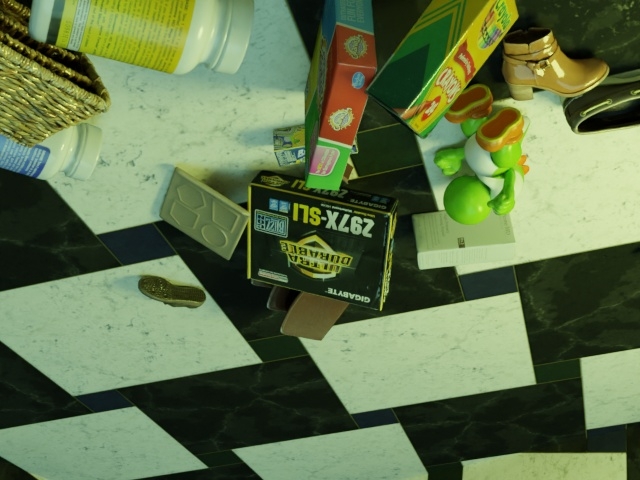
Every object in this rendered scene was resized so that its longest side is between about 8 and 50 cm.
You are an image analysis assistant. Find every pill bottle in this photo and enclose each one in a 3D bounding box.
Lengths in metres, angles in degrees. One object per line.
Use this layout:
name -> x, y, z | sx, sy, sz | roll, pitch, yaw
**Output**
pill bottle -> -0.565, -0.204, 1.676 | 0.272, 0.152, 0.152 | 18, 141, -28
pill bottle -> -0.285, -0.375, 1.415 | 0.333, 0.188, 0.188 | 11, 143, -20

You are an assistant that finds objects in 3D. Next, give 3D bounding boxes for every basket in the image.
basket -> -0.509, -0.321, 1.437 | 0.223, 0.214, 0.299 | -17, 151, 33

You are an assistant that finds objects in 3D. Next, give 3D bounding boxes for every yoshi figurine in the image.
yoshi figurine -> 0.329, -0.143, 1.837 | 0.203, 0.204, 0.362 | 4, 151, 18

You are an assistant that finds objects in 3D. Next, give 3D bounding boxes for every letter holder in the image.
letter holder -> -0.045, 0.102, 2.184 | 0.214, 0.152, 0.302 | 11, 144, -17

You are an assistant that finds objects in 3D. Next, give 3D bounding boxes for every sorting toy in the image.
sorting toy -> -0.258, -0.061, 1.964 | 0.193, 0.038, 0.208 | 32, 144, 1

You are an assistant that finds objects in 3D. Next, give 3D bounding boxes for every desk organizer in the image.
desk organizer -> 0.013, -0.130, 1.928 | 0.047, 0.050, 0.130 | 36, 142, -18

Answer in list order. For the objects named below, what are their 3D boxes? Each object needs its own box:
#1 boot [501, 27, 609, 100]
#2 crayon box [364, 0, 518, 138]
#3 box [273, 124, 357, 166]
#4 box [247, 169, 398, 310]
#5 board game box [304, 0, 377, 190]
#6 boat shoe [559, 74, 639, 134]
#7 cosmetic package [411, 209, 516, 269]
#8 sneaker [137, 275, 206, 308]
boot -> 0.438, -0.340, 1.644 | 0.197, 0.073, 0.152 | -14, 141, 10
crayon box -> 0.218, -0.327, 1.426 | 0.318, 0.081, 0.202 | -53, 164, 8
box -> -0.010, -0.204, 1.810 | 0.168, 0.059, 0.054 | -9, 147, 8
box -> 0.000, 0.000, 1.931 | 0.322, 0.079, 0.257 | 13, 124, 14
board game box -> 0.028, -0.279, 1.542 | 0.064, 0.242, 0.316 | 5, 145, -9
boat shoe -> 0.645, -0.274, 1.735 | 0.324, 0.097, 0.117 | -7, 146, 4
cosmetic package -> 0.339, -0.009, 2.084 | 0.231, 0.117, 0.085 | -8, 147, 5
sneaker -> -0.395, 0.148, 2.290 | 0.188, 0.066, 0.071 | 17, 142, -27
